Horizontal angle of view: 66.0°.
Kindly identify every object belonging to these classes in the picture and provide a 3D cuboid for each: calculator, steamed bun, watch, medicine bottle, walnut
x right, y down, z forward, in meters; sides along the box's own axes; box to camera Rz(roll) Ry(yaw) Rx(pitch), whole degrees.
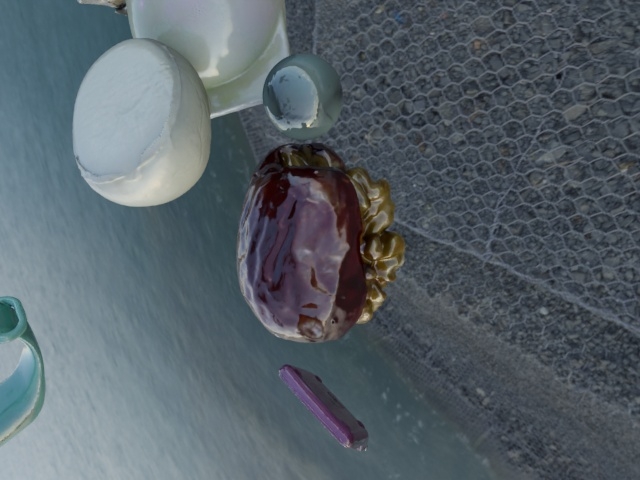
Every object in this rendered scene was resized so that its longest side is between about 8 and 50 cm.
[{"bbox_3d":[0.012,0.219,0.644,0.126,0.034,0.190,43,170,23],"label":"calculator"},{"bbox_3d":[-0.216,-0.145,0.631,0.177,0.130,0.228,-28,61,13],"label":"steamed bun"},{"bbox_3d":[-0.389,0.154,0.489,0.068,0.237,0.195,42,160,40],"label":"watch"},{"bbox_3d":[-0.173,-0.374,0.749,0.235,0.235,0.407,-26,70,49],"label":"medicine bottle"},{"bbox_3d":[0.000,0.000,0.715,0.243,0.222,0.269,5,111,11],"label":"walnut"}]

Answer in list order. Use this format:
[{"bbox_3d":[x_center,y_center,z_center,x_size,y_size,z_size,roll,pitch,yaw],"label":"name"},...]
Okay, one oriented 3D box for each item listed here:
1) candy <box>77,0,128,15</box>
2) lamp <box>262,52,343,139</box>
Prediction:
[{"bbox_3d":[-0.428,-0.565,0.942,0.184,0.137,0.195,-37,84,43],"label":"candy"},{"bbox_3d":[-0.021,-0.180,0.621,0.105,0.105,0.105,22,122,40],"label":"lamp"}]
